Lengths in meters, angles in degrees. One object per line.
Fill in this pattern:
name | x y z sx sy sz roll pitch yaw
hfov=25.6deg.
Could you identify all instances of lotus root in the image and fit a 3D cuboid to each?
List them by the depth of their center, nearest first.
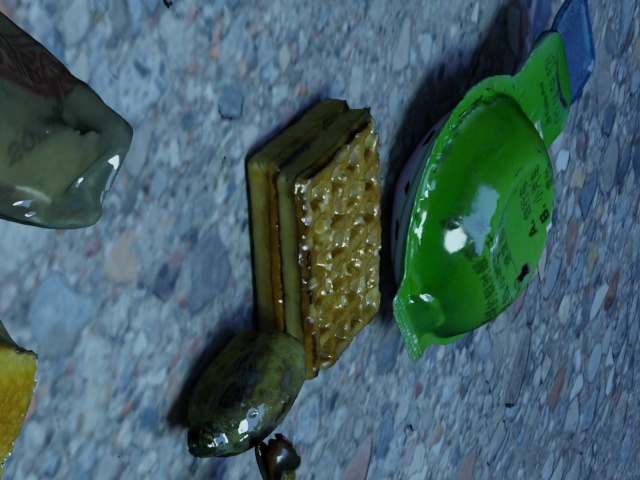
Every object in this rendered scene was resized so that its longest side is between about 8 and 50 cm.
lotus root | -0.043 0.089 0.790 0.099 0.054 0.049 -52 125 -41

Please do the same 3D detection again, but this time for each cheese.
cheese | 0.133 -0.053 1.041 0.320 0.083 0.204 -58 148 -28

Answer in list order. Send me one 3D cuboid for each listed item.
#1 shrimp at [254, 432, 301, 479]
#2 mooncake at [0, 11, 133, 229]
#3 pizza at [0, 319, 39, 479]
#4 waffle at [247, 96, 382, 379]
shrimp | -0.066 0.147 0.748 0.124 0.034 0.178 -44 147 1
mooncake | -0.138 -0.048 0.442 0.130 0.125 0.073 19 81 -68
pizza | -0.176 0.106 0.534 0.175 0.046 0.134 -39 142 -45
waffle | -0.001 0.000 0.843 0.102 0.042 0.148 -46 142 -49
